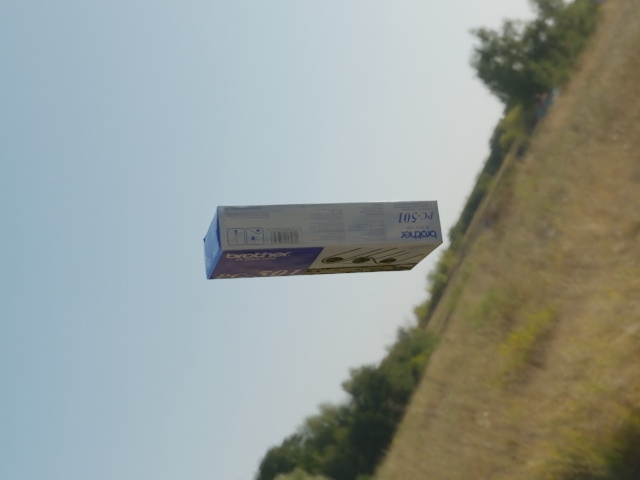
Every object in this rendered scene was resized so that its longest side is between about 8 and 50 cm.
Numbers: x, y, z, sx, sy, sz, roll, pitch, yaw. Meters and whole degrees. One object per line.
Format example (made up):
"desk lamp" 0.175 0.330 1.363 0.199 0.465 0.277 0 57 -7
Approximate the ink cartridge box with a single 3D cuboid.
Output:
"ink cartridge box" 0.000 0.000 0.976 0.097 0.207 0.046 127 139 -68
